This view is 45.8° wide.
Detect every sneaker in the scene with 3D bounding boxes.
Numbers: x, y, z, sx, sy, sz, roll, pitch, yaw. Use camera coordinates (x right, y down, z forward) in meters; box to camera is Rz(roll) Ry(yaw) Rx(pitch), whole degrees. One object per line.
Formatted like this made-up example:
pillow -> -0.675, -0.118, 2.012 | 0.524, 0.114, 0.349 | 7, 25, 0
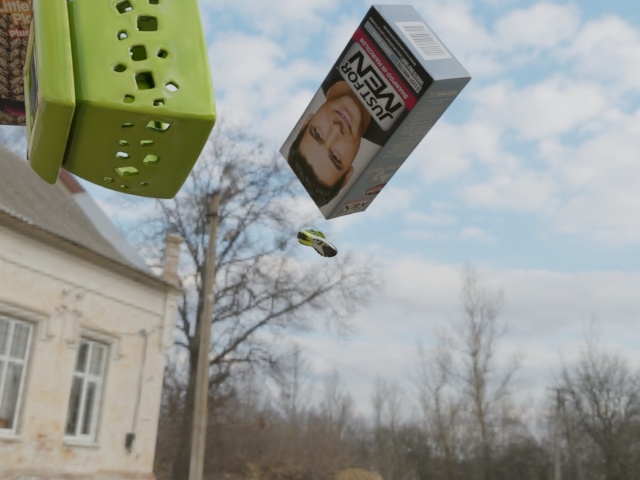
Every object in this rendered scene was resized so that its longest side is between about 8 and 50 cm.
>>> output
sneaker -> 0.000, 0.000, 1.288 | 0.083, 0.031, 0.035 | 30, 39, 29

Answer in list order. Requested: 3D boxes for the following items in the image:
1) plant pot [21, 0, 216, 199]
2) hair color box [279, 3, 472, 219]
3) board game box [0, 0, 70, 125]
plant pot -> -0.281, -0.202, 1.013 | 0.207, 0.228, 0.227 | 0, -25, -26
hair color box -> 0.087, -0.227, 1.397 | 0.114, 0.185, 0.374 | -15, -27, -42
board game box -> -0.498, -0.354, 1.297 | 0.232, 0.141, 0.291 | 1, -49, -6
